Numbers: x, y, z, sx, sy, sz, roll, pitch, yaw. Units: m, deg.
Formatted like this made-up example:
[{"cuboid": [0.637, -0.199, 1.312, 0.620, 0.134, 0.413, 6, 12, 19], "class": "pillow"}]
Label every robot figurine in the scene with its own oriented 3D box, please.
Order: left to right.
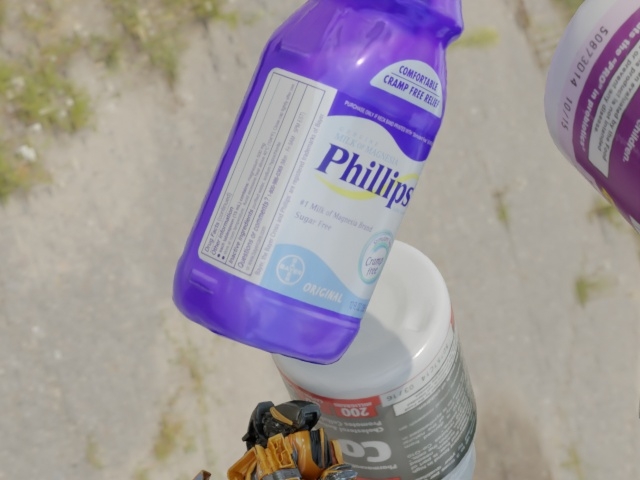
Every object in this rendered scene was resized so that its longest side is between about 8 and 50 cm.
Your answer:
[{"cuboid": [-0.052, 0.265, 1.300, 0.085, 0.291, 0.211, -6, 59, -33], "class": "robot figurine"}]

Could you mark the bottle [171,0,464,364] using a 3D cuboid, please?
[{"cuboid": [0.013, -0.072, 0.885, 0.118, 0.092, 0.282, 20, 93, -50], "class": "bottle"}]

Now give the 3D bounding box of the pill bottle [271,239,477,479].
[{"cuboid": [0.057, 0.138, 1.402, 0.283, 0.161, 0.161, 71, 17, -51], "class": "pill bottle"}]

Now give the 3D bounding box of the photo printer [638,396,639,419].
[{"cuboid": [0.400, 0.044, 1.259, 0.107, 0.256, 0.307, 120, -11, -56], "class": "photo printer"}]

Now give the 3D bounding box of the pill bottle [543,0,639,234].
[{"cuboid": [0.264, -0.025, 0.811, 0.169, 0.169, 0.301, 48, 3, -48], "class": "pill bottle"}]
